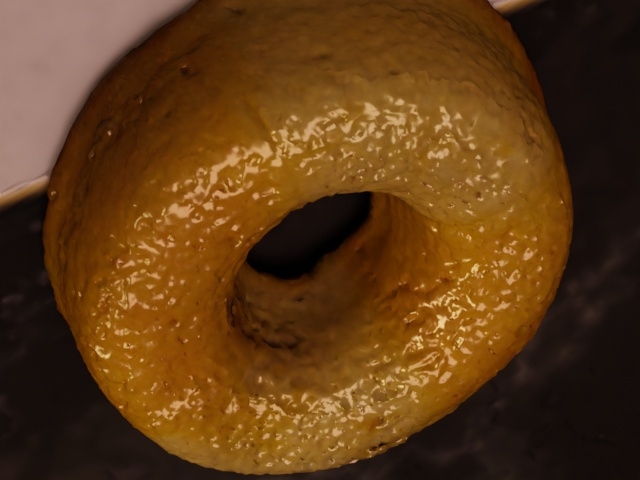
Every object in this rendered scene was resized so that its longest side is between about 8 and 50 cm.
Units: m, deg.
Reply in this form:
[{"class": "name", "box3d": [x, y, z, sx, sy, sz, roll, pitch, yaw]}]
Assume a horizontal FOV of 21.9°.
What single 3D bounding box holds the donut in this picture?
[{"class": "donut", "box3d": [0.000, 0.000, 0.448, 0.152, 0.058, 0.152, -8, 124, -11]}]
